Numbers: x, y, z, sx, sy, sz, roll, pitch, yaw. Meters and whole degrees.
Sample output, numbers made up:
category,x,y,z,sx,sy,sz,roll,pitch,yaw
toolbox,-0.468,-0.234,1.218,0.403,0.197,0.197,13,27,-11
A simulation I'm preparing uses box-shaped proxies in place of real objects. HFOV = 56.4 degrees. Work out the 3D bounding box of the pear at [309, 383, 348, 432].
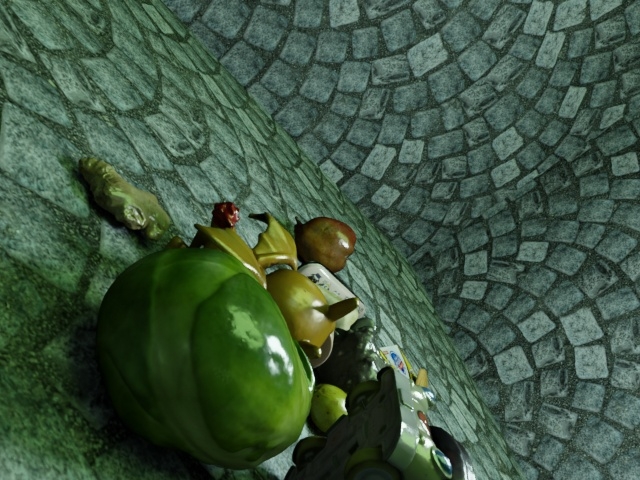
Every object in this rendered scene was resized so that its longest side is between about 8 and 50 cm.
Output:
category,x,y,z,sx,sy,sz,roll,pitch,yaw
pear,0.025,0.402,1.417,0.131,0.107,0.107,42,14,0

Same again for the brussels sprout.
category,x,y,z,sx,sy,sz,roll,pitch,yaw
brussels sprout,-0.179,0.184,0.933,0.371,0.276,0.315,61,0,-1

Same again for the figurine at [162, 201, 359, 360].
category,x,y,z,sx,sy,sz,roll,pitch,yaw
figurine,-0.141,0.102,1.253,0.387,0.268,0.401,41,2,5

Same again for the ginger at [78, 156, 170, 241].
category,x,y,z,sx,sy,sz,roll,pitch,yaw
ginger,-0.404,-0.085,1.227,0.213,0.074,0.137,48,5,-39

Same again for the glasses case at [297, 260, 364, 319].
category,x,y,z,sx,sy,sz,roll,pitch,yaw
glasses case,0.027,0.175,1.931,0.314,0.122,0.075,44,23,-35

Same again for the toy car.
category,x,y,z,sx,sy,sz,roll,pitch,yaw
toy car,0.091,0.421,1.024,0.226,0.336,0.242,39,16,-10

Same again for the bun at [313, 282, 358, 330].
category,x,y,z,sx,sy,sz,roll,pitch,yaw
bun,0.009,0.213,1.773,0.193,0.128,0.178,33,0,18

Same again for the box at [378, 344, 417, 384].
category,x,y,z,sx,sy,sz,roll,pitch,yaw
box,0.230,0.447,1.994,0.168,0.097,0.265,60,14,19

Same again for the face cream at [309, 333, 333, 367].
category,x,y,z,sx,sy,sz,roll,pitch,yaw
face cream,-0.041,0.234,1.496,0.149,0.149,0.104,51,13,-10

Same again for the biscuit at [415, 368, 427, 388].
category,x,y,z,sx,sy,sz,roll,pitch,yaw
biscuit,0.337,0.546,2.009,0.142,0.029,0.220,50,46,-60

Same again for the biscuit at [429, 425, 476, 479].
category,x,y,z,sx,sy,sz,roll,pitch,yaw
biscuit,0.193,0.546,1.068,0.091,0.407,0.407,13,19,-2

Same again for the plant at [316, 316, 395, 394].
category,x,y,z,sx,sy,sz,roll,pitch,yaw
plant,0.094,0.349,1.611,0.188,0.199,0.276,51,16,-38

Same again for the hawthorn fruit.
category,x,y,z,sx,sy,sz,roll,pitch,yaw
hawthorn fruit,0.000,0.000,2.147,0.248,0.208,0.208,33,15,-1
